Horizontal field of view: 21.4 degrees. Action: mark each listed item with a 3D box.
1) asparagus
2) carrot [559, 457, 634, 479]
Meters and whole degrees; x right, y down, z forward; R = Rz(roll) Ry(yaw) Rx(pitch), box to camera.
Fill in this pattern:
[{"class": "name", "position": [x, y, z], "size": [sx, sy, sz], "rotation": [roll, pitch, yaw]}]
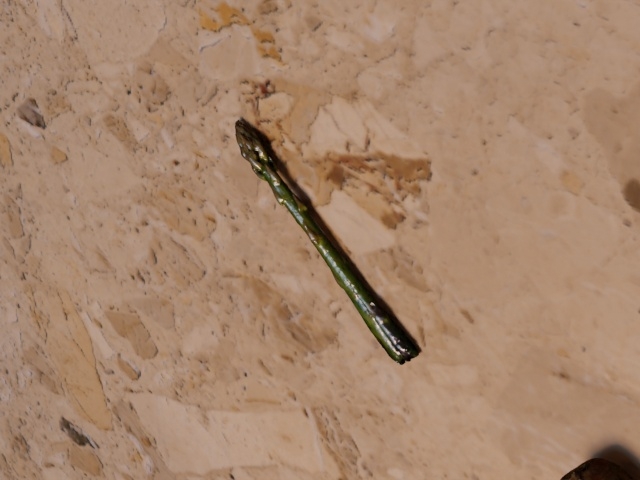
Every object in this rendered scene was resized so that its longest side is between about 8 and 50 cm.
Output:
[{"class": "asparagus", "position": [0.000, 0.000, 1.309], "size": [0.022, 0.023, 0.233], "rotation": [-36, 83, 4]}, {"class": "carrot", "position": [0.229, 0.234, 1.181], "size": [0.186, 0.060, 0.060], "rotation": [55, 139, 1]}]
